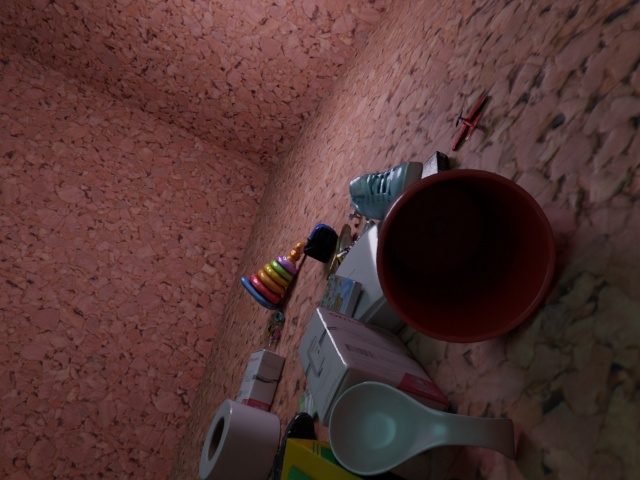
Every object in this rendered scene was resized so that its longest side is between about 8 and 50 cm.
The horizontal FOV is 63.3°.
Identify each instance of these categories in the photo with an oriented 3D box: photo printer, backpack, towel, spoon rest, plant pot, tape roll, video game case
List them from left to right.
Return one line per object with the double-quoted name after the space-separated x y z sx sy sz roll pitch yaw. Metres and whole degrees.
-0.251 0.637 1.609 0.246 0.169 0.246 -57 19 32 "tape roll"
-0.024 0.439 1.429 0.152 0.023 0.113 -56 18 31 "towel"
0.000 0.000 1.836 0.120 0.098 0.101 -63 13 14 "backpack"
0.025 0.189 1.241 0.193 0.023 0.212 -173 103 -75 "video game case"
0.120 0.112 1.277 0.256 0.107 0.307 -55 20 35 "photo printer"
0.135 0.278 0.764 0.277 0.084 0.137 -7 61 25 "spoon rest"
0.219 0.001 0.889 0.274 0.275 0.243 -63 5 12 "plant pot"

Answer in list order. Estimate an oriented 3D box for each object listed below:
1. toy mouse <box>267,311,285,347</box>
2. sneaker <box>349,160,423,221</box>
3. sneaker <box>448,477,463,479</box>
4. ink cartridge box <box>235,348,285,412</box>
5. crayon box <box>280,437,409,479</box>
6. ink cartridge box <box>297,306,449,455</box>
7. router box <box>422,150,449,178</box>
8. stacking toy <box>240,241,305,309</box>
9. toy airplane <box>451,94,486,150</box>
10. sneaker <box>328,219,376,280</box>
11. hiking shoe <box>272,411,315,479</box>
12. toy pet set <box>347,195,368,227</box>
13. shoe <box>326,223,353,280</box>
-0.166 0.333 2.013 0.143 0.031 0.161 -52 22 42 "toy mouse"
0.149 -0.115 1.306 0.366 0.150 0.135 119 161 -78 "sneaker"
0.192 0.397 0.708 0.065 0.076 0.166 -58 18 24 "sneaker"
-0.217 0.505 1.827 0.158 0.092 0.217 -34 37 61 "ink cartridge box"
0.018 0.547 0.847 0.313 0.106 0.362 -15 63 63 "crayon box"
0.086 0.257 1.003 0.117 0.207 0.283 -66 15 8 "ink cartridge box"
0.270 -0.150 1.295 0.122 0.038 0.092 -51 23 43 "router box"
-0.160 0.124 2.122 0.302 0.166 0.175 -48 -24 3 "stacking toy"
0.351 -0.276 1.233 0.151 0.028 0.151 -58 18 32 "toy airplane"
0.098 0.045 1.469 0.225 0.093 0.088 -65 16 1 "sneaker"
-0.085 0.556 1.346 0.114 0.086 0.226 -20 49 64 "hiking shoe"
0.124 -0.117 1.662 0.122 0.065 0.114 -36 34 59 "toy pet set"
0.071 0.043 1.642 0.076 0.058 0.219 102 -175 -57 "shoe"
